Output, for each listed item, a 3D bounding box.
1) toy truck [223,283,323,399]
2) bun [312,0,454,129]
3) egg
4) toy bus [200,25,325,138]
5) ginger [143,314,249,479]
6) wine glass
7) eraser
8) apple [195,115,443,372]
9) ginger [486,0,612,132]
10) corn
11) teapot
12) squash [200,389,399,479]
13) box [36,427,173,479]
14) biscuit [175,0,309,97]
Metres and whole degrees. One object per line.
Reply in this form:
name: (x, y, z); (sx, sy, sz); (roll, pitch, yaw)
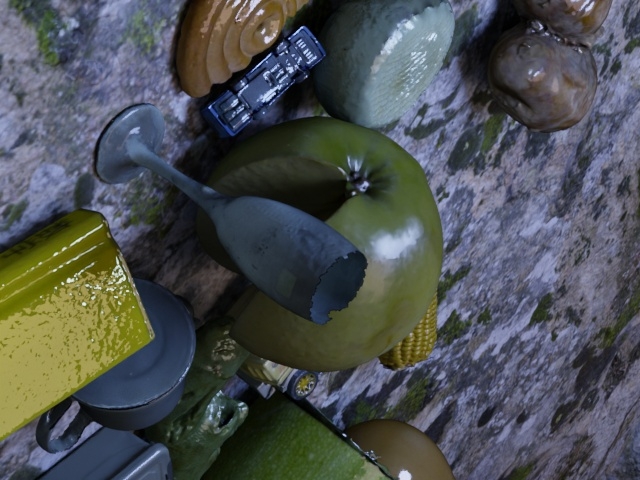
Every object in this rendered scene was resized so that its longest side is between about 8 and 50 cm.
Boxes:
toy truck: (-0.017, 0.068, 2.035); (0.272, 0.124, 0.157); (-47, 141, -9)
bun: (0.065, -0.228, 1.851); (0.195, 0.118, 0.195); (-41, 154, -25)
egg: (0.092, 0.416, 2.423); (0.250, 0.250, 0.322); (-34, 140, -35)
toy bus: (-0.065, -0.176, 1.764); (0.153, 0.061, 0.051); (-44, 105, -22)
ginger: (-0.156, 0.204, 1.981); (0.137, 0.089, 0.290); (-4, 133, -9)
wine glass: (-0.150, 0.005, 1.561); (0.264, 0.309, 0.096); (-29, 142, -39)
eraser: (-0.289, 0.084, 1.622); (0.226, 0.069, 0.158); (-34, 114, -32)
apple: (0.000, 0.000, 1.800); (0.292, 0.292, 0.254); (-29, 164, -40)
ginger: (0.329, -0.296, 2.147); (0.245, 0.155, 0.304); (-6, 125, -53)
corn: (0.120, 0.066, 2.256); (0.106, 0.106, 0.305); (-37, 145, -32)
teapot: (-0.226, 0.150, 1.780); (0.239, 0.162, 0.149); (-44, 161, -21)
squash: (-0.077, 0.410, 2.149); (0.384, 0.263, 0.263); (-53, 152, -6)
box: (-0.269, 0.307, 1.920); (0.172, 0.093, 0.124); (-37, 146, -32)
biscuit: (-0.072, -0.260, 1.697); (0.224, 0.033, 0.144); (-43, 150, -24)
